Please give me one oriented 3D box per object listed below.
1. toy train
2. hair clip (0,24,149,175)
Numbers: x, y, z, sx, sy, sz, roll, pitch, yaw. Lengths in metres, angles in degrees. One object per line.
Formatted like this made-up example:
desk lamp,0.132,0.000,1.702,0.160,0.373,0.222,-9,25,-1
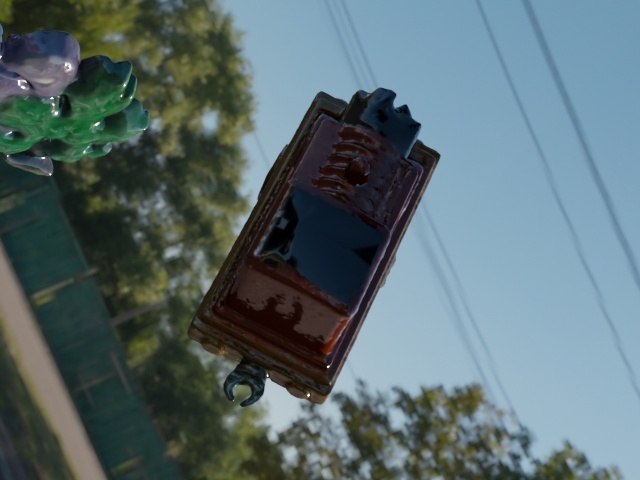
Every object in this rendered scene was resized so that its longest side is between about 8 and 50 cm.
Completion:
toy train,0.000,0.000,1.231,0.163,0.369,0.232,28,-28,-2
hair clip,-0.175,-0.081,0.603,0.124,0.195,0.052,-26,-120,40
